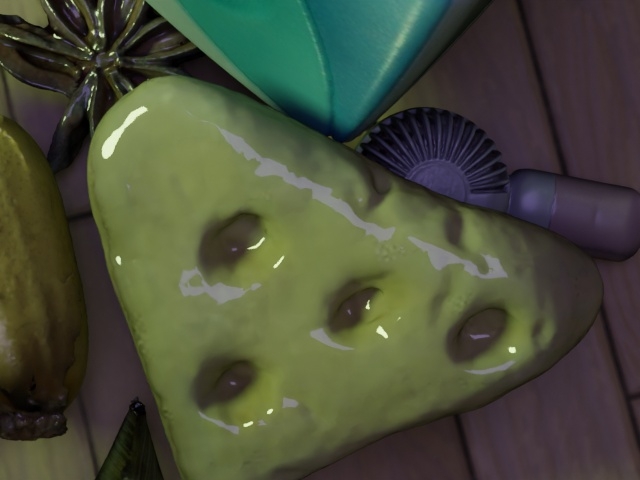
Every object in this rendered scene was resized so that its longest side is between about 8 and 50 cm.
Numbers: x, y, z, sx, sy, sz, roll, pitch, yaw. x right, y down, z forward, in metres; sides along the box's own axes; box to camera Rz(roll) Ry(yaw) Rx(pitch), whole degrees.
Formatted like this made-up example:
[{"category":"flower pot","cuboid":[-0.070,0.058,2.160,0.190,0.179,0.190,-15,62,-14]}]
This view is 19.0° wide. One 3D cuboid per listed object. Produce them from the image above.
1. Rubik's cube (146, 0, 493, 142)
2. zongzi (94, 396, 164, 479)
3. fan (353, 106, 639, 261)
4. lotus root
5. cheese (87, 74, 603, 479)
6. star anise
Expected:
[{"category":"Rubik's cube","cuboid":[0.025,-0.323,1.375,0.347,0.351,0.352,40,67,-2]},{"category":"zongzi","cuboid":[-0.097,0.270,1.449,0.221,0.112,0.242,23,82,9]},{"category":"fan","cuboid":[0.140,-0.029,1.523,0.244,0.074,0.130,11,94,-8]},{"category":"lotus root","cuboid":[-0.261,0.010,1.462,0.146,0.131,0.303,-17,88,-33]},{"category":"cheese","cuboid":[0.000,0.000,1.419,0.351,0.129,0.328,-24,103,12]},{"category":"star anise","cuboid":[-0.153,-0.145,1.513,0.197,0.073,0.212,-27,89,-3]}]
